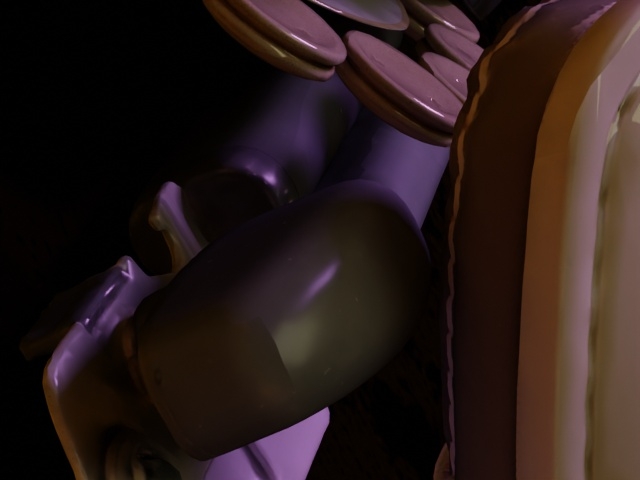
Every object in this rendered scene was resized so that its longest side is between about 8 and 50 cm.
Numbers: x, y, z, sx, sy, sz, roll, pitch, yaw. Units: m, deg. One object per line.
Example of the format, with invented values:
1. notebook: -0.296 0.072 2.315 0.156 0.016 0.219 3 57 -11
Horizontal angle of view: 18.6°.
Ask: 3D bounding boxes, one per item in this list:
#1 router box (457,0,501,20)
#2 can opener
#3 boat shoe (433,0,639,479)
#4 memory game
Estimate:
1. router box: 0.003 -0.131 0.536 0.133 0.046 0.179 45 6 9
2. can opener: 0.000 0.000 0.497 0.074 0.093 0.280 60 20 -16
3. boat shoe: 0.076 0.082 0.476 0.117 0.097 0.324 -33 125 -26
4. memory game: -0.019 -0.079 0.501 0.186 0.012 0.186 33 17 -12
